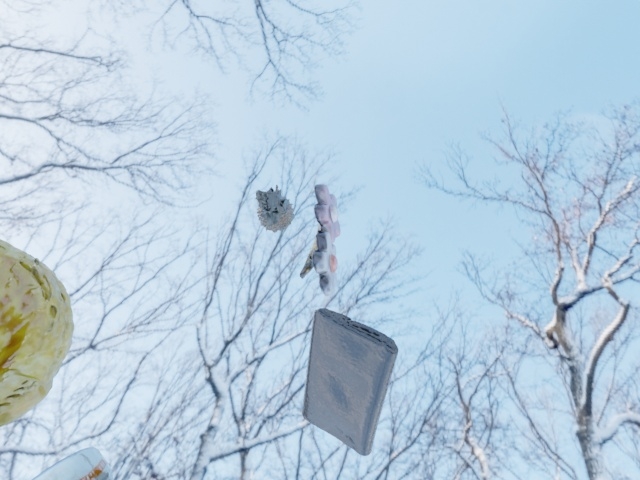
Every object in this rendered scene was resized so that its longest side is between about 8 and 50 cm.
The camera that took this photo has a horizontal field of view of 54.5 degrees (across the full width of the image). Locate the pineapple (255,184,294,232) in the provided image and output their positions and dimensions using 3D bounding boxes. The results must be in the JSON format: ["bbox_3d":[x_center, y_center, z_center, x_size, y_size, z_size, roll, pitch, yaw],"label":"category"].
[{"bbox_3d":[-0.083,-0.059,1.108,0.074,0.159,0.074,0,-97,0],"label":"pineapple"}]

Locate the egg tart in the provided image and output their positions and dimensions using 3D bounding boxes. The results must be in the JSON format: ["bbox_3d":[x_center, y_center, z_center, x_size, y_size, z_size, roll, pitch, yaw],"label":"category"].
[{"bbox_3d":[-0.561,0.143,0.897,0.388,0.388,0.169,25,-53,-2],"label":"egg tart"}]

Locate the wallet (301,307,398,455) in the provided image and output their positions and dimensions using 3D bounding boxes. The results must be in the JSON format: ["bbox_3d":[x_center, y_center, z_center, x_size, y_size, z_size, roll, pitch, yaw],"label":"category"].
[{"bbox_3d":[0.049,0.273,1.193,0.170,0.044,0.321,26,-50,23],"label":"wallet"}]

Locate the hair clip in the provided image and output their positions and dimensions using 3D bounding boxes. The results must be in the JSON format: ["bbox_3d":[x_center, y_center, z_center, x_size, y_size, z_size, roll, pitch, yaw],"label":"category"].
[{"bbox_3d":[0.007,-0.001,1.346,0.075,0.257,0.146,-3,-28,24],"label":"hair clip"}]

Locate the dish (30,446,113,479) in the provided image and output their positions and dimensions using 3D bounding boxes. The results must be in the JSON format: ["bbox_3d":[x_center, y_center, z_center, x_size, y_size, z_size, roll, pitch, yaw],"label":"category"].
[{"bbox_3d":[-0.326,0.388,0.714,0.134,0.273,0.273,42,-63,11],"label":"dish"}]
